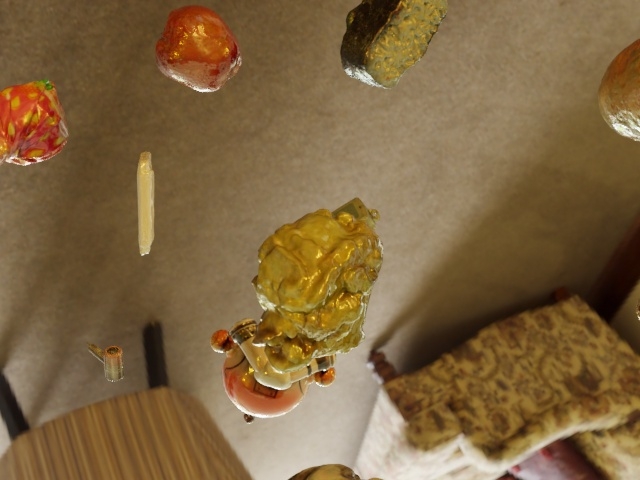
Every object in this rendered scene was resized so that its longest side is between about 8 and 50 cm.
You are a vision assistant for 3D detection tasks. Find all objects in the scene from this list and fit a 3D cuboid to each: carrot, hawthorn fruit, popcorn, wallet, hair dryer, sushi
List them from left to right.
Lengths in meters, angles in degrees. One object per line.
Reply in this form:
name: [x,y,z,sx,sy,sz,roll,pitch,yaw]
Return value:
hair dryer: [-0.432,0.226,1.811,0.037,0.114,0.063,-25,129,-39]
wallet: [-0.327,-0.070,1.712,0.032,0.124,0.182,-2,105,-10]
hawthorn fruit: [-0.195,-0.305,1.473,0.138,0.132,0.133,27,130,-7]
popcorn: [-0.014,0.073,1.389,0.266,0.192,0.233,-54,158,-23]
sushi: [0.128,-0.391,1.679,0.124,0.127,0.225,34,88,-42]
carrot: [0.731,-0.327,1.851,0.224,0.224,0.341,-12,177,-24]

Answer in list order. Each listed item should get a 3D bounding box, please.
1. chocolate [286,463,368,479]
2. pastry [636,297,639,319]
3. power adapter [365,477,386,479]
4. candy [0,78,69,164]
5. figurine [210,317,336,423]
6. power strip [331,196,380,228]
chocolate: [0.020,0.569,1.881,0.303,0.303,0.212,-2,102,-35]
pastry: [0.525,0.077,1.384,0.080,0.056,0.140,-44,156,-50]
power adapter: [0.078,0.401,1.196,0.255,0.187,0.124,-14,105,-38]
candy: [-0.473,-0.095,1.262,0.124,0.365,0.124,12,134,13]
figurine: [-0.126,0.320,2.221,0.320,0.196,0.323,19,150,-4]
power strip: [0.000,0.000,1.948,0.272,0.078,0.052,-32,133,7]
